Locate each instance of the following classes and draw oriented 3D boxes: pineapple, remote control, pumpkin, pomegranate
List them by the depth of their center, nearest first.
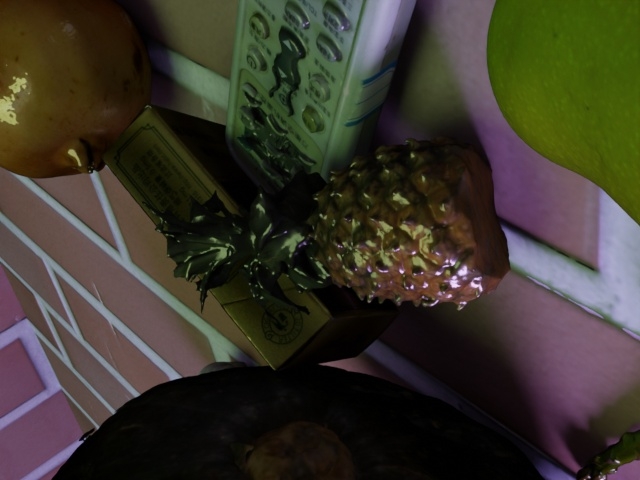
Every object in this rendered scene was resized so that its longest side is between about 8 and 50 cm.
[{"bbox_3d":[0.000,0.000,0.701,0.251,0.125,0.125,-6,119,29],"label":"pineapple"},{"bbox_3d":[-0.003,-0.127,0.712,0.128,0.065,0.335,46,154,16],"label":"remote control"},{"bbox_3d":[-0.018,0.282,0.780,0.454,0.454,0.344,27,129,48],"label":"pumpkin"},{"bbox_3d":[-0.269,-0.160,1.003,0.209,0.209,0.209,42,152,29],"label":"pomegranate"}]

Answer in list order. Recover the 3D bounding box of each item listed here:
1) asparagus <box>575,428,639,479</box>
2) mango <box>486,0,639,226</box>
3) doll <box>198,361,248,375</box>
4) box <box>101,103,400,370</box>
[{"bbox_3d":[0.217,0.133,0.676,0.024,0.025,0.248,12,152,-6],"label":"asparagus"},{"bbox_3d":[0.171,-0.057,0.395,0.293,0.143,0.175,37,145,52],"label":"mango"},{"bbox_3d":[-0.110,0.203,1.316,0.094,0.079,0.180,25,156,26],"label":"doll"},{"bbox_3d":[-0.056,-0.003,0.864,0.240,0.071,0.159,49,-166,19],"label":"box"}]
